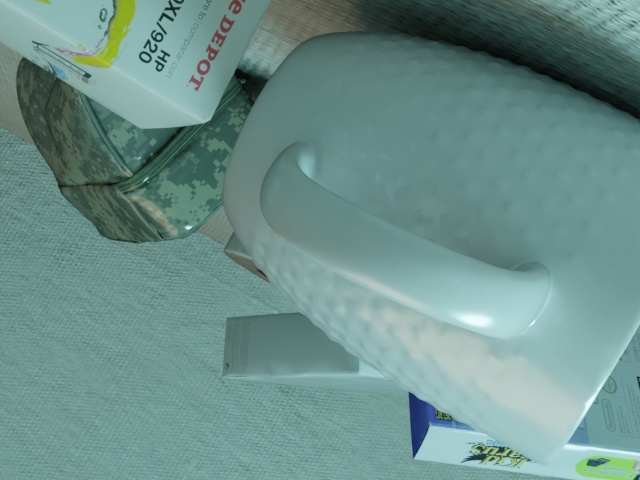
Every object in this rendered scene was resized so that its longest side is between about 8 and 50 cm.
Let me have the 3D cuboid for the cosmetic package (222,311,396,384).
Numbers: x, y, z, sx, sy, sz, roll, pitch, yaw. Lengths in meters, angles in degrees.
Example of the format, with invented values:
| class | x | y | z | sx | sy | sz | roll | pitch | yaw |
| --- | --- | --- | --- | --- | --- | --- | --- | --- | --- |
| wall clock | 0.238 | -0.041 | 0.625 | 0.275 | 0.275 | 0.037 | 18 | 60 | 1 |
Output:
| class | x | y | z | sx | sy | sz | roll | pitch | yaw |
| --- | --- | --- | --- | --- | --- | --- | --- | --- | --- |
| cosmetic package | 0.094 | 0.166 | 1.653 | 0.377 | 0.097 | 0.284 | 12 | 168 | -41 |

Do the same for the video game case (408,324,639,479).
| class | x | y | z | sx | sy | sz | roll | pitch | yaw |
| --- | --- | --- | --- | --- | --- | --- | --- | --- | --- |
| video game case | 0.203 | 0.096 | 1.096 | 0.244 | 0.269 | 0.061 | 9 | 135 | -9 |

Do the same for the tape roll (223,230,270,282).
| class | x | y | z | sx | sy | sz | roll | pitch | yaw |
| --- | --- | --- | --- | --- | --- | --- | --- | --- | --- |
| tape roll | 0.000 | 0.000 | 1.727 | 0.246 | 0.169 | 0.246 | 27 | 172 | 4 |

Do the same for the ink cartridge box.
| class | x | y | z | sx | sy | sz | roll | pitch | yaw |
| --- | --- | --- | --- | --- | --- | --- | --- | --- | --- |
| ink cartridge box | -0.173 | -0.219 | 0.925 | 0.232 | 0.171 | 0.168 | 30 | 171 | -25 |

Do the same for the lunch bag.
| class | x | y | z | sx | sy | sz | roll | pitch | yaw |
| --- | --- | --- | --- | --- | --- | --- | --- | --- | --- |
| lunch bag | -0.229 | -0.151 | 1.393 | 0.256 | 0.212 | 0.305 | 49 | 161 | -22 |

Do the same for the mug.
| class | x | y | z | sx | sy | sz | roll | pitch | yaw |
| --- | --- | --- | --- | --- | --- | --- | --- | --- | --- |
| mug | 0.087 | -0.013 | 0.888 | 0.328 | 0.276 | 0.374 | 29 | -165 | 11 |
